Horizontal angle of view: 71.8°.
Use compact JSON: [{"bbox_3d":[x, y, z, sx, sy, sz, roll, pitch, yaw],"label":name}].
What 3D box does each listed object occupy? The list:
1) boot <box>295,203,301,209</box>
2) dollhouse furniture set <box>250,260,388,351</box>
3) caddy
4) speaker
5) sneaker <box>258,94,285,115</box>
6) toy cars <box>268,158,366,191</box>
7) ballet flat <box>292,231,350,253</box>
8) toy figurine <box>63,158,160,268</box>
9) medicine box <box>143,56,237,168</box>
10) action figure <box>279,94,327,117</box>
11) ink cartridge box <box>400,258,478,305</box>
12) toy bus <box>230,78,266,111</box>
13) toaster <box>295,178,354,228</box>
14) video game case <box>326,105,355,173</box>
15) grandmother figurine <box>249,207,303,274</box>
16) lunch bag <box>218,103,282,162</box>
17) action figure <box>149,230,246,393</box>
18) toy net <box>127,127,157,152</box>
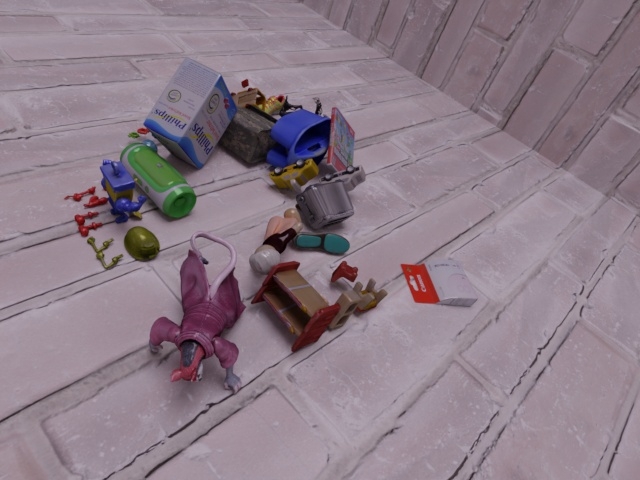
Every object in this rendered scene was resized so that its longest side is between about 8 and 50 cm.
[{"bbox_3d":[-0.055,-0.156,1.732,0.119,0.042,0.087,0,39,-26],"label":"boot"},{"bbox_3d":[0.007,0.173,1.342,0.201,0.152,0.374,45,28,26],"label":"dollhouse furniture set"},{"bbox_3d":[-0.067,-0.397,1.837,0.179,0.241,0.341,29,40,18],"label":"caddy"},{"bbox_3d":[-0.549,-0.206,1.493,0.296,0.131,0.131,42,44,22],"label":"speaker"},{"bbox_3d":[-0.248,-0.662,2.156,0.081,0.094,0.208,37,43,14],"label":"sneaker"},{"bbox_3d":[-0.003,-0.234,1.749,0.394,0.176,0.087,3,62,-22],"label":"toy cars"},{"bbox_3d":[0.000,0.000,1.563,0.213,0.072,0.068,7,12,-21],"label":"ballet flat"},{"bbox_3d":[-0.613,-0.124,1.301,0.191,0.217,0.362,-16,53,-37],"label":"toy figurine"},{"bbox_3d":[-0.459,-0.449,1.606,0.149,0.263,0.289,27,81,7],"label":"medicine box"},{"bbox_3d":[-0.056,-0.607,2.148,0.276,0.141,0.164,20,51,-2],"label":"action figure"},{"bbox_3d":[0.429,0.146,1.604,0.233,0.066,0.189,10,42,-21],"label":"ink cartridge box"},{"bbox_3d":[-0.351,-0.629,2.058,0.202,0.191,0.104,48,8,32],"label":"toy bus"},{"bbox_3d":[0.028,-0.135,1.651,0.227,0.129,0.146,-17,81,-42],"label":"toaster"},{"bbox_3d":[0.091,-0.393,1.877,0.025,0.204,0.285,-6,66,27],"label":"video game case"},{"bbox_3d":[-0.147,0.011,1.381,0.104,0.208,0.342,38,20,-8],"label":"grandmother figurine"},{"bbox_3d":[-0.271,-0.464,1.877,0.235,0.168,0.287,34,34,19],"label":"lunch bag"},{"bbox_3d":[-0.269,0.196,1.082,0.248,0.275,0.370,20,26,-13],"label":"action figure"},{"bbox_3d":[-0.633,-0.407,1.743,0.122,0.045,0.232,32,39,15],"label":"toy net"}]
